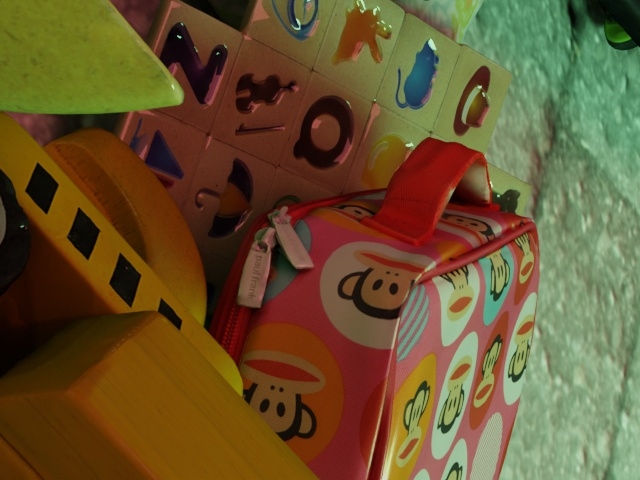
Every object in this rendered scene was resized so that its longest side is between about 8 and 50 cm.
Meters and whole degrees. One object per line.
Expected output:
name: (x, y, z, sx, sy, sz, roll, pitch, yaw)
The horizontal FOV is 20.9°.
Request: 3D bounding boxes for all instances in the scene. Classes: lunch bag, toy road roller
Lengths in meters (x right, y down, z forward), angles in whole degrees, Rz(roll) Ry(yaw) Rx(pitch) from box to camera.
lunch bag: (0.032, 0.074, 0.888, 0.293, 0.120, 0.258, -12, 116, -70)
toy road roller: (-0.113, 0.083, 0.709, 0.329, 0.202, 0.240, 48, 25, 1)

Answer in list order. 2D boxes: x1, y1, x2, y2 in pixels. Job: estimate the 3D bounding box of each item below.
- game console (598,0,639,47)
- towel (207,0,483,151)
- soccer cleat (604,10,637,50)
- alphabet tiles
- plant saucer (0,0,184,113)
game console: (0.258, -0.270, 1.301, 0.386, 0.060, 0.342, 34, 45, -49)
towel: (-0.004, -0.273, 1.062, 0.374, 0.090, 0.320, 53, 49, -31)
soccer cleat: (0.282, -0.199, 1.431, 0.072, 0.060, 0.179, 59, 40, -25)
alphabet tiles: (0.000, 0.000, 0.994, 0.342, 0.011, 0.285, 22, 85, -48)
plant saucer: (-0.219, -0.195, 0.653, 0.081, 0.333, 0.332, -41, 124, 0)
